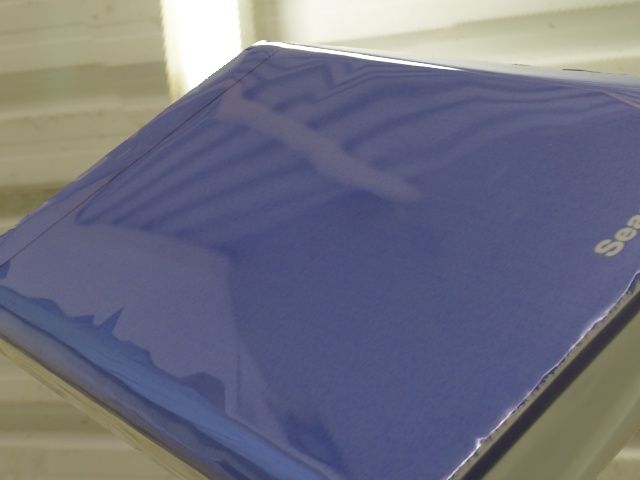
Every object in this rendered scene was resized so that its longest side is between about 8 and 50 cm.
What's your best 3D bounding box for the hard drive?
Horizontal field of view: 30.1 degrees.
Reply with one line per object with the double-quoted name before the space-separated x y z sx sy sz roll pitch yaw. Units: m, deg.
"hard drive" 0.000 0.000 0.459 0.318 0.210 0.040 18 -37 52
